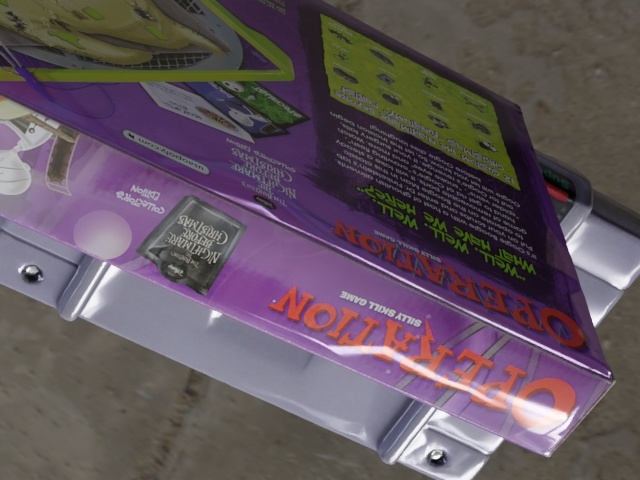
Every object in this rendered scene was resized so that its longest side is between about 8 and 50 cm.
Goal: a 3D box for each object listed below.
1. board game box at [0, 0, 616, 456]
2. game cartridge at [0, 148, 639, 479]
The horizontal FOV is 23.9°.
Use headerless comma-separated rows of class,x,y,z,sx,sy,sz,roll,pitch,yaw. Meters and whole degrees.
board game box,-0.061,-0.061,0.560,0.347,0.208,0.056,26,114,-18
game cartridge,0.000,0.000,0.914,0.355,0.068,0.230,26,121,-17
